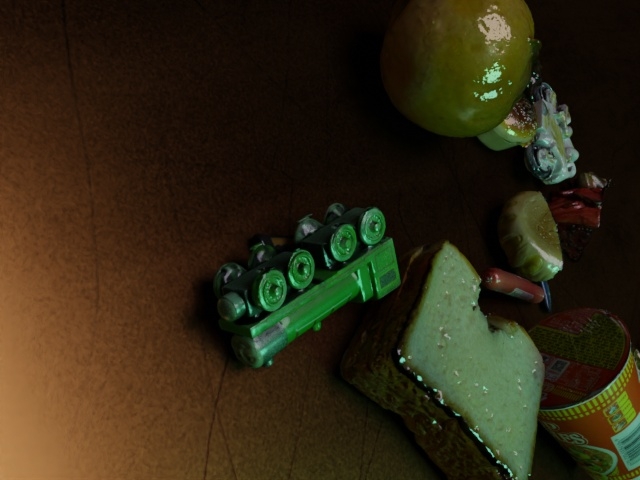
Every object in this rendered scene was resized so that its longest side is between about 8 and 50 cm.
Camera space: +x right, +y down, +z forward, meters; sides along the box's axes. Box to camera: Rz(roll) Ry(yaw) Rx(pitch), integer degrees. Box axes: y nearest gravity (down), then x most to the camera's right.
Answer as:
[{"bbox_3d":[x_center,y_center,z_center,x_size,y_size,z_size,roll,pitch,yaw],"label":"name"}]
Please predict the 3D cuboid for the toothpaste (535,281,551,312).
[{"bbox_3d":[0.364,0.077,1.230,0.027,0.019,0.083,14,61,-67],"label":"toothpaste"}]

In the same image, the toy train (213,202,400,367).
[{"bbox_3d":[-0.010,0.045,0.823,0.251,0.085,0.119,-31,118,-39],"label":"toy train"}]

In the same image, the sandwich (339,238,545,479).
[{"bbox_3d":[0.171,0.152,0.952,0.273,0.095,0.249,47,44,-18],"label":"sandwich"}]

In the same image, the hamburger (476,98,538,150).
[{"bbox_3d":[0.310,-0.212,1.260,0.141,0.081,0.126,35,51,-27],"label":"hamburger"}]

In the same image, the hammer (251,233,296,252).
[{"bbox_3d":[0.000,0.000,0.904,0.201,0.021,0.078,1,77,-44],"label":"hammer"}]

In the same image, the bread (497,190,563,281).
[{"bbox_3d":[0.318,-0.006,1.174,0.094,0.083,0.157,7,56,-41],"label":"bread"}]

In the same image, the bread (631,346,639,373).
[{"bbox_3d":[0.539,0.242,1.300,0.110,0.060,0.066,66,13,-1],"label":"bread"}]

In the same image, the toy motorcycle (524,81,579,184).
[{"bbox_3d":[0.417,-0.178,1.358,0.151,0.074,0.228,41,47,-28],"label":"toy motorcycle"}]

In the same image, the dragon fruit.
[{"bbox_3d":[0.487,-0.056,1.355,0.122,0.092,0.192,57,44,-10],"label":"dragon fruit"}]

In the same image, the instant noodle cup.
[{"bbox_3d":[0.397,0.236,1.090,0.212,0.193,0.193,53,44,-24],"label":"instant noodle cup"}]

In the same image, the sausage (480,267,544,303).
[{"bbox_3d":[0.288,0.068,1.111,0.253,0.034,0.034,17,60,-56],"label":"sausage"}]

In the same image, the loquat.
[{"bbox_3d":[0.203,-0.262,1.071,0.244,0.244,0.244,20,59,-37],"label":"loquat"}]
